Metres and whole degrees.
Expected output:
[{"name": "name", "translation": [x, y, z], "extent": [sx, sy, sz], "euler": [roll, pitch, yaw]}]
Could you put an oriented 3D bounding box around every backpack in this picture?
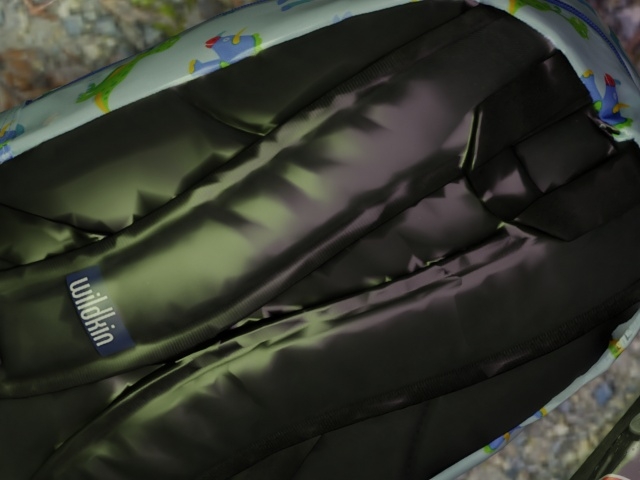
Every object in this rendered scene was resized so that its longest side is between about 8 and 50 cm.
[{"name": "backpack", "translation": [0.000, 0.000, 0.920], "extent": [0.355, 0.273, 0.290], "euler": [-28, 97, 28]}]

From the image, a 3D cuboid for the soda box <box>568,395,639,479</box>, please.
[{"name": "soda box", "translation": [0.165, 0.151, 1.022], "extent": [0.053, 0.060, 0.169], "euler": [37, 99, -5]}]
